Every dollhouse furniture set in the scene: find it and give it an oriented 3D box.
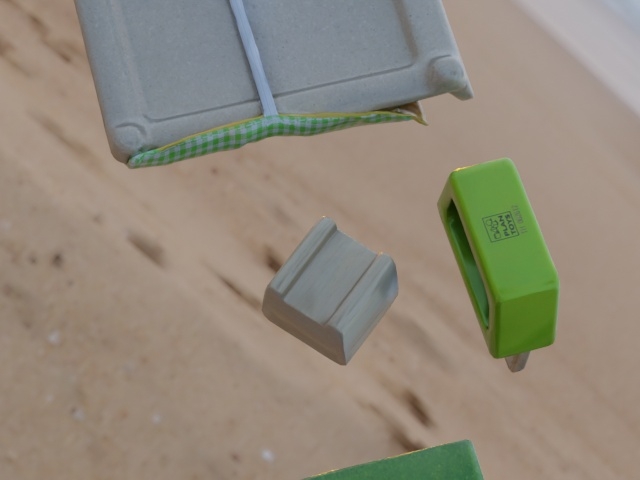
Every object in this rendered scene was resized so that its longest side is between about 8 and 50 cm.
[{"bbox_3d":[0.000,0.000,0.392,0.058,0.076,0.151,93,-18,-63],"label":"dollhouse furniture set"}]
